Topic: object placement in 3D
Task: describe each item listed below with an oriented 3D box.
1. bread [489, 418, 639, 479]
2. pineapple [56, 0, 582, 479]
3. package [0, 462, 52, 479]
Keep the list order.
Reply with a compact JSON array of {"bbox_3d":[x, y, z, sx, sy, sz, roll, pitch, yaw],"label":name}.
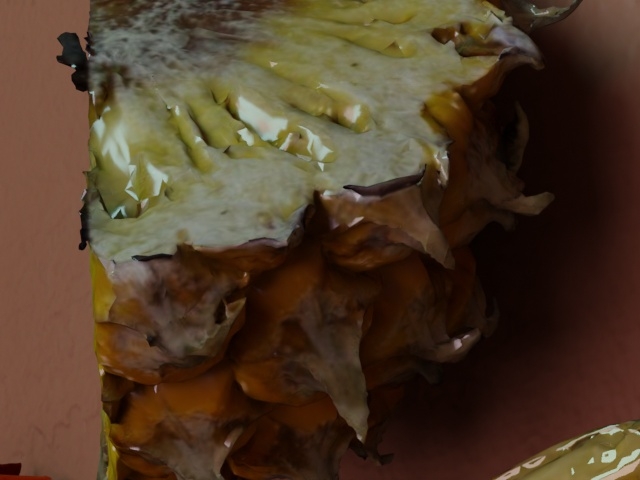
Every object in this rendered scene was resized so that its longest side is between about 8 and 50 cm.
[{"bbox_3d":[0.106,0.175,0.564,0.250,0.133,0.179,-39,47,26],"label":"bread"},{"bbox_3d":[0.000,0.003,0.730,0.344,0.209,0.286,-97,7,-49],"label":"pineapple"},{"bbox_3d":[-0.167,0.284,0.804,0.123,0.196,0.423,-58,48,29],"label":"package"}]
